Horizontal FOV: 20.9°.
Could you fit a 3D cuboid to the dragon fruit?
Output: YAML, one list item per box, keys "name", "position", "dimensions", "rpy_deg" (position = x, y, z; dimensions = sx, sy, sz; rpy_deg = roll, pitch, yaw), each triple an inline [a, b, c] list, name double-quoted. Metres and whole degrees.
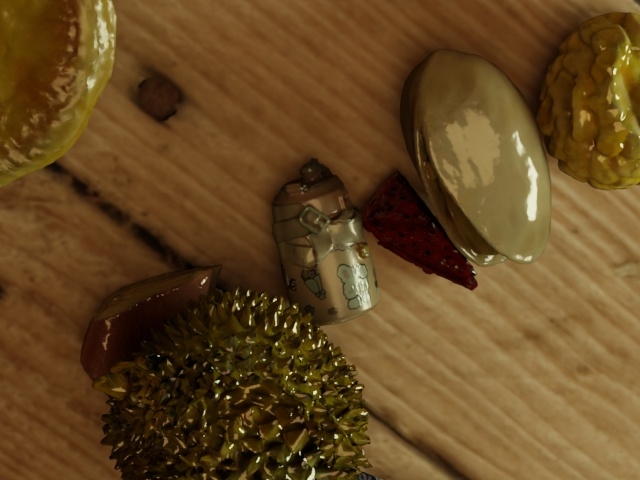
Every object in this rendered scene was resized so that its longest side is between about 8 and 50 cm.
- name: "dragon fruit"
  position: [0.098, 0.007, 1.714]
  dimensions: [0.063, 0.097, 0.131]
  rpy_deg: [-37, 129, 5]

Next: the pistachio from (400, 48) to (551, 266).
- name: "pistachio"
  position: [0.150, -0.079, 1.658]
  dimensions: [0.152, 0.126, 0.223]
  rpy_deg: [-40, 111, -42]

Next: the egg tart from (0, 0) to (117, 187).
- name: "egg tart"
  position: [-0.338, -0.187, 1.553]
  dimensions: [0.319, 0.128, 0.319]
  rpy_deg: [-2, 104, -7]

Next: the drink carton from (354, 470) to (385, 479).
- name: "drink carton"
  position: [0.065, 0.326, 1.778]
  dimensions: [0.222, 0.102, 0.134]
  rpy_deg: [23, 98, -16]

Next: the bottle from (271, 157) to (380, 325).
- name: "bottle"
  position: [-0.001, 0.000, 1.678]
  dimensions: [0.099, 0.099, 0.152]
  rpy_deg: [-14, 106, -5]

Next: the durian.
- name: "durian"
  position: [-0.072, 0.173, 1.593]
  dimensions: [0.258, 0.258, 0.293]
  rpy_deg: [-22, 117, -3]

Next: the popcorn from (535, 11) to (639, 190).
- name: "popcorn"
  position: [0.295, -0.135, 1.670]
  dimensions: [0.170, 0.180, 0.180]
  rpy_deg: [-7, 111, 33]

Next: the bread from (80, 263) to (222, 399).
- name: "bread"
  position: [-0.175, 0.100, 1.689]
  dimensions: [0.119, 0.067, 0.192]
  rpy_deg: [15, 104, -22]
